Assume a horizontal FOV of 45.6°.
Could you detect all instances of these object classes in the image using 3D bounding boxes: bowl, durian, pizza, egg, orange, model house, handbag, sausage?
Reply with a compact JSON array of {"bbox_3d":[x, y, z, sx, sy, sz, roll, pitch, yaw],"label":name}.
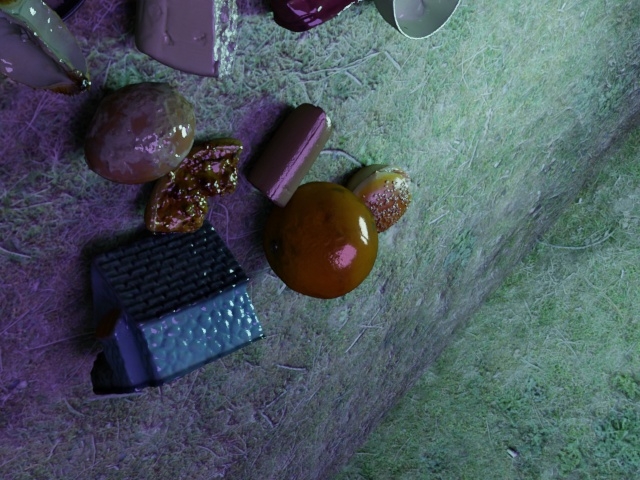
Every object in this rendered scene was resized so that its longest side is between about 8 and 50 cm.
[{"bbox_3d":[0.224,-0.641,1.838,0.277,0.145,0.277,-28,137,-30],"label":"bowl"},{"bbox_3d":[-0.459,-0.307,1.194,0.144,0.139,0.252,-42,145,-9],"label":"durian"},{"bbox_3d":[-0.275,-0.122,1.712,0.305,0.086,0.161,-50,119,-23],"label":"pizza"},{"bbox_3d":[-0.353,-0.208,1.491,0.233,0.195,0.195,-45,145,-10],"label":"egg"},{"bbox_3d":[0.000,0.000,1.993,0.312,0.312,0.312,-30,139,-30],"label":"orange"},{"bbox_3d":[-0.375,0.131,1.733,0.360,0.297,0.339,-21,98,-40],"label":"model house"},{"bbox_3d":[-0.010,-0.550,1.642,0.225,0.146,0.135,-37,137,-22],"label":"handbag"},{"bbox_3d":[-0.070,-0.216,1.878,0.253,0.123,0.123,-55,146,3],"label":"sausage"}]

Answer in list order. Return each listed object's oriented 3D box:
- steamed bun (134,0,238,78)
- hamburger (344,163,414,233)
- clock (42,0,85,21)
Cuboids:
[{"bbox_3d":[-0.239,-0.445,1.437,0.170,0.200,0.225,-67,173,-61],"label":"steamed bun"},{"bbox_3d":[0.162,-0.121,2.213,0.237,0.147,0.236,-27,136,-29],"label":"hamburger"},{"bbox_3d":[-0.503,-0.492,1.168,0.386,0.076,0.386,-30,139,-30],"label":"clock"}]
